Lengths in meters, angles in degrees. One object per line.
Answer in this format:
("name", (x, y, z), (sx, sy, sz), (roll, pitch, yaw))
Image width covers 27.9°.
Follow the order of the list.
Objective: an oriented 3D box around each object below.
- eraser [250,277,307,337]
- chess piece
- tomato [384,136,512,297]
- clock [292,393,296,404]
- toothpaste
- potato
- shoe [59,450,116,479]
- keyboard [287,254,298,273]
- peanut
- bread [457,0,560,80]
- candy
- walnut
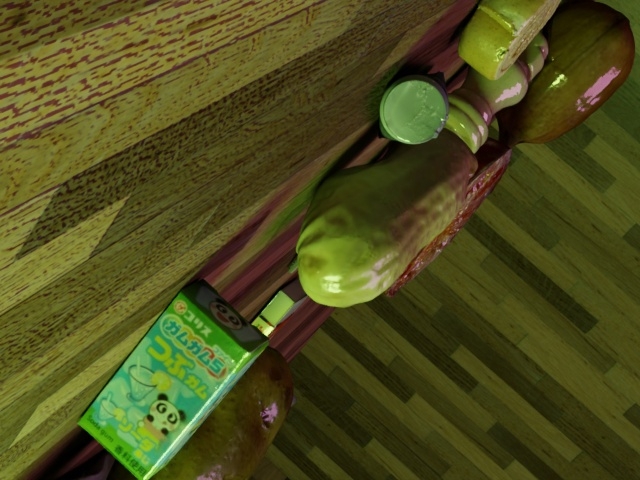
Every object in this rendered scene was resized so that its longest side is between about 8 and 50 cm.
("eraser", (-0.108, 0.163, 2.137), (0.230, 0.038, 0.157), (-50, 176, 13))
("chess piece", (0.200, -0.168, 1.871), (0.397, 0.117, 0.117), (-48, 175, -21))
("tomato", (0.183, -0.074, 2.248), (0.338, 0.144, 0.338), (-48, 170, -11))
("clock", (-0.207, 0.366, 2.278), (0.324, 0.108, 0.265), (-42, 179, 32))
("toothpaste", (0.105, -0.151, 1.459), (0.114, 0.073, 0.299), (-47, -177, 7))
("potato", (-0.161, 0.261, 1.472), (0.195, 0.176, 0.369), (-30, -154, 56))
("shoe", (-0.294, 0.371, 1.623), (0.160, 0.132, 0.363), (-50, 171, 7))
("keyboard", (0.000, 0.000, 1.956), (0.055, 0.017, 0.166), (-46, 177, 32))
("peanut", (0.073, -0.040, 1.540), (0.319, 0.147, 0.147), (-45, 174, -38))
("bread", (0.225, -0.271, 1.533), (0.149, 0.073, 0.122), (-50, 170, -7))
("candy", (-0.148, 0.141, 1.287), (0.194, 0.097, 0.062), (-51, 171, 20))
("walnut", (0.441, -0.303, 2.411), (0.336, 0.209, 0.209), (-51, 174, 19))
